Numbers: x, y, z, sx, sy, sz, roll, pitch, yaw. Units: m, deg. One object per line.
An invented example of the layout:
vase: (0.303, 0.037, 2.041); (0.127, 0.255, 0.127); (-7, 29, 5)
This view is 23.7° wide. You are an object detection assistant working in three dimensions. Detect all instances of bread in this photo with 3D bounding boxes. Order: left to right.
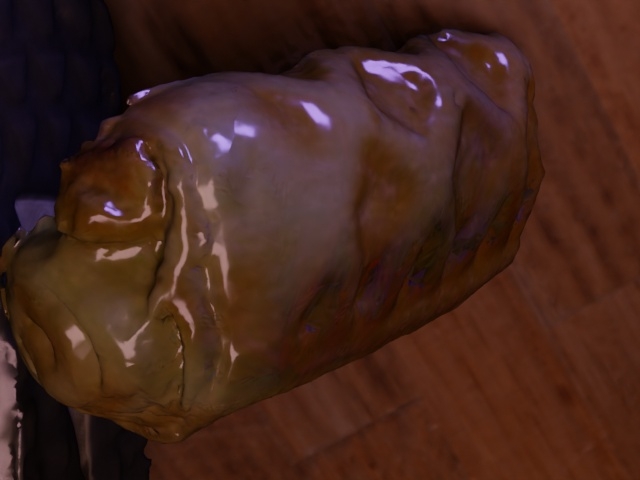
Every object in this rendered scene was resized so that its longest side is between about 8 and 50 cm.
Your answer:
bread: (0.000, 0.000, 0.524); (0.088, 0.232, 0.128); (40, 122, 25)

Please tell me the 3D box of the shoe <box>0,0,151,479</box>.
shoe: (-0.168, -0.006, 0.544); (0.171, 0.132, 0.336); (1, 109, 19)
